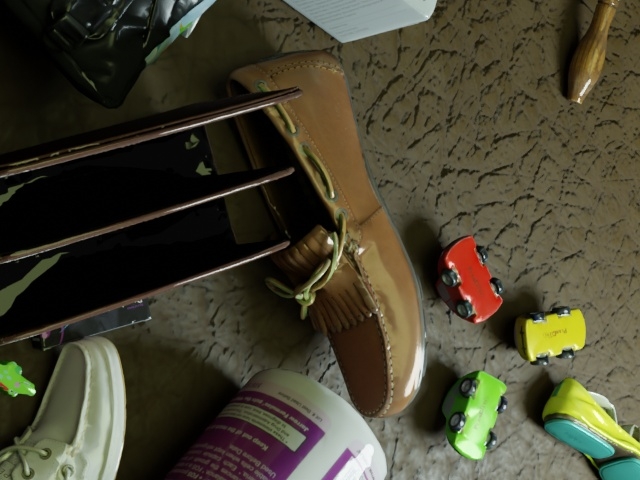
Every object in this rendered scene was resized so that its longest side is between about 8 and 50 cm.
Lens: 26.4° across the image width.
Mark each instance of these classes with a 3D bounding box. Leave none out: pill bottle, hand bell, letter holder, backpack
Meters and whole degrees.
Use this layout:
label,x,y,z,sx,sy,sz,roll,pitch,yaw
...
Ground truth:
label,x,y,z,sx,sy,sz,roll,pitch,yaw
pill bottle,-0.085,0.278,1.276,0.301,0.169,0.169,-48,115,-29
hand bell,0.349,-0.283,1.671,0.126,0.126,0.242,20,90,-34
letter holder,-0.163,-0.024,1.166,0.302,0.214,0.152,-19,99,-34
backpack,-0.163,-0.337,1.212,0.355,0.273,0.290,-43,112,-5

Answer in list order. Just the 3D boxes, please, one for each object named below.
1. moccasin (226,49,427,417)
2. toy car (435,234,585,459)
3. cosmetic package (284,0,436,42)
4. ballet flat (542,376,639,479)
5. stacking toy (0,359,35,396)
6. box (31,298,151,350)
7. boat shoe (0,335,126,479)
label,x,y,z,sx,sy,sz,roll,pitch,yaw
moccasin,0.002,0.000,1.368,0.147,0.139,0.380,-21,101,-34
toy car,0.186,0.138,1.551,0.239,0.053,0.225,31,71,-30
cosmetic package,0.025,-0.320,1.386,0.183,0.151,0.151,31,70,-31
ballet flat,0.357,0.245,1.663,0.231,0.077,0.077,41,50,-26
stacking toy,-0.357,0.078,1.087,0.221,0.167,0.052,34,69,-31
box,-0.228,0.010,1.269,0.116,0.029,0.162,-15,96,-35
boat shoe,-0.246,0.216,1.206,0.096,0.098,0.277,16,80,-35
